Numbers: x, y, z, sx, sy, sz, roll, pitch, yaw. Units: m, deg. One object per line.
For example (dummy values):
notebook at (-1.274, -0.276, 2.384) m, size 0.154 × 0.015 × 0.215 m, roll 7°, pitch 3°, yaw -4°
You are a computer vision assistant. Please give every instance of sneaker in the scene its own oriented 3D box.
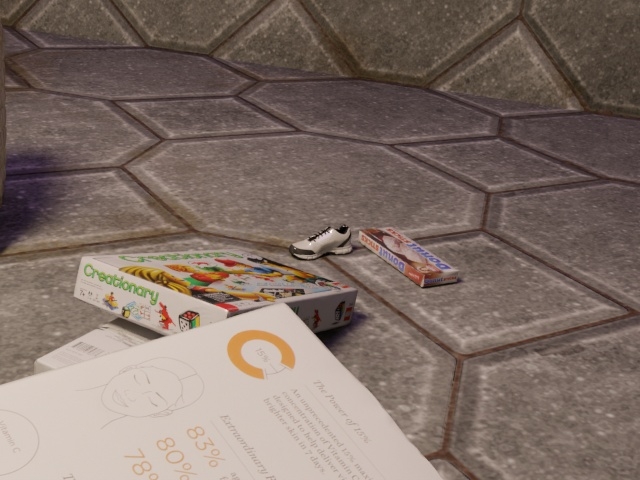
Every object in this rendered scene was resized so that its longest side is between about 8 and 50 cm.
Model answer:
sneaker at (0.000, 0.000, 1.296) m, size 0.109 × 0.044 × 0.040 m, roll -11°, pitch 30°, yaw -32°

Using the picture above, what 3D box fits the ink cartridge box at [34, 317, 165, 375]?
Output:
ink cartridge box at (-0.199, 0.137, 0.884) m, size 0.109 × 0.063 × 0.150 m, roll 18°, pitch 24°, yaw 24°

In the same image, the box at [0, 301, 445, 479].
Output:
box at (-0.115, 0.202, 0.543) m, size 0.345 × 0.168 × 0.215 m, roll -14°, pitch 47°, yaw -40°

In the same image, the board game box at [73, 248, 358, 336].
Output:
board game box at (-0.107, 0.062, 1.002) m, size 0.193 × 0.053 × 0.305 m, roll 17°, pitch 8°, yaw 25°

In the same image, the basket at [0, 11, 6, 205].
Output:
basket at (-0.612, -0.176, 1.193) m, size 0.328 × 0.331 × 0.266 m, roll 0°, pitch 21°, yaw -15°

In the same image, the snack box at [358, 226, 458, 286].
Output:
snack box at (0.129, 0.022, 1.301) m, size 0.064 × 0.022 × 0.178 m, roll -5°, pitch 25°, yaw -29°
